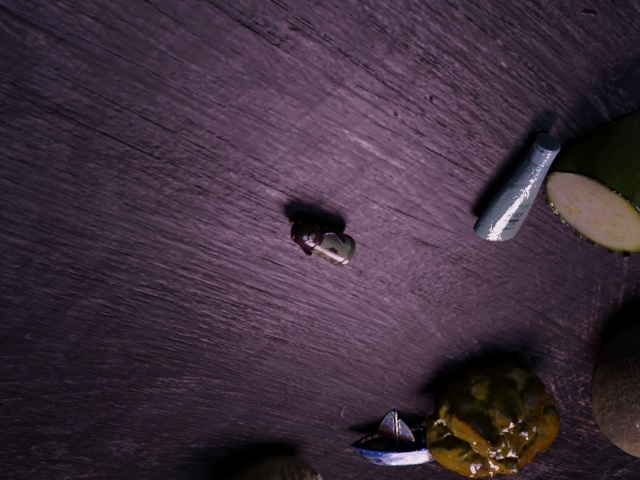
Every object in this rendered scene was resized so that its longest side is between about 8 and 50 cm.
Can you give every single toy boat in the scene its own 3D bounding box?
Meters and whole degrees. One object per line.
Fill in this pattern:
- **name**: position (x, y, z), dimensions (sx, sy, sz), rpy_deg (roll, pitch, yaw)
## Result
- **toy boat**: position (0.142, 0.372, 1.954), dimensions (0.175, 0.091, 0.110), rpy_deg (-6, 110, -10)

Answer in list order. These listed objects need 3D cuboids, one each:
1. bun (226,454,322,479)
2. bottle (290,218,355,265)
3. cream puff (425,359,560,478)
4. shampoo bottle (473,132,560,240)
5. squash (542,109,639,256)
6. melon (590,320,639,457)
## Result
- **bun**: position (-0.103, 0.480, 1.935), dimensions (0.221, 0.134, 0.220), rpy_deg (-11, 173, -1)
- **bottle**: position (-0.001, 0.001, 1.391), dimensions (0.101, 0.047, 0.063), rpy_deg (25, 119, -42)
- **cream puff**: position (0.316, 0.332, 1.877), dimensions (0.244, 0.196, 0.244), rpy_deg (-27, 131, -36)
- **shampoo bottle**: position (0.276, -0.071, 1.412), dimensions (0.069, 0.041, 0.190), rpy_deg (3, 141, -18)
- **squash**: position (0.460, -0.125, 1.433), dimensions (0.260, 0.189, 0.189), rpy_deg (-51, 148, -15)
- **melon**: position (0.617, 0.271, 1.853), dimensions (0.249, 0.248, 0.329), rpy_deg (-11, 152, -9)
